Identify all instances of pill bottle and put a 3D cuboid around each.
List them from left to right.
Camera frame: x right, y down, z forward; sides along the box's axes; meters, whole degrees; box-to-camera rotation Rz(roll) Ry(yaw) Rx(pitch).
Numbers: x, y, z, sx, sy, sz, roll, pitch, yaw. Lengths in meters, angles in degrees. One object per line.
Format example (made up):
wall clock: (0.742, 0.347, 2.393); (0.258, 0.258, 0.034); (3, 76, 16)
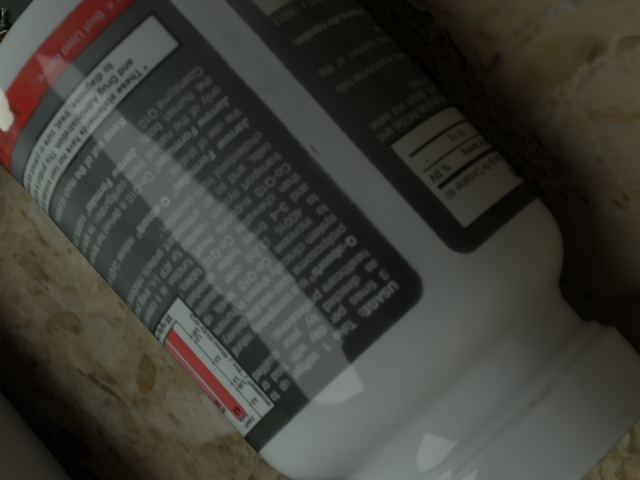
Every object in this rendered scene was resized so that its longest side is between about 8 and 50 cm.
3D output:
pill bottle: (0.000, 0.000, 0.788); (0.363, 0.210, 0.210); (48, 139, 6)

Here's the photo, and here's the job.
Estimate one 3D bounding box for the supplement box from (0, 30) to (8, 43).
supplement box: (-0.286, -0.080, 1.100); (0.080, 0.078, 0.233); (56, 140, -4)

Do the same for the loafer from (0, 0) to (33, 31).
loafer: (-0.229, -0.172, 0.930); (0.267, 0.084, 0.096); (10, 126, 38)

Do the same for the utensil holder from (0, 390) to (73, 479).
utensil holder: (-0.407, 0.228, 1.251); (0.385, 0.327, 0.327); (50, 140, 7)
